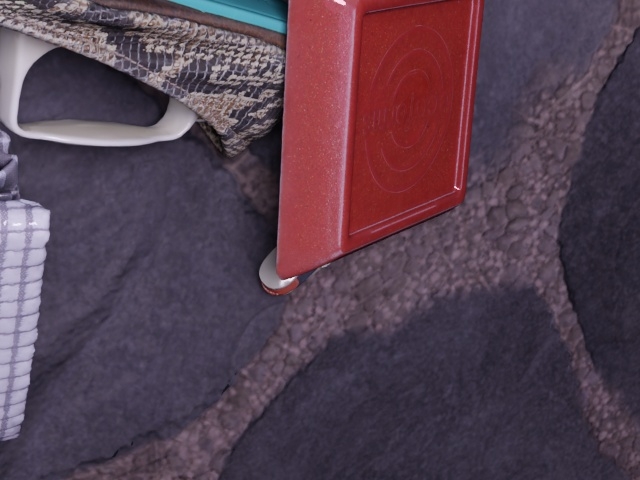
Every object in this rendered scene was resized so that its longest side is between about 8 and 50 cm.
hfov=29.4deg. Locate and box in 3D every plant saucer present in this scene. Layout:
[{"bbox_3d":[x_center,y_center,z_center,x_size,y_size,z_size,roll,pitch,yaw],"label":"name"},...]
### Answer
[{"bbox_3d":[0.063,-0.112,1.030,0.258,0.048,0.259,-22,122,-51],"label":"plant saucer"}]

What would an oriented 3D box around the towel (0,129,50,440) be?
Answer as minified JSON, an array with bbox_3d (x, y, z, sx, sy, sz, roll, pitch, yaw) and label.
[{"bbox_3d":[-0.336,0.046,0.905,0.235,0.121,0.283,-3,135,-22],"label":"towel"}]

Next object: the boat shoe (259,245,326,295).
[{"bbox_3d":[0.000,0.000,1.121,0.137,0.049,0.043,-42,162,-7],"label":"boat shoe"}]

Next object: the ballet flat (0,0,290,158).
[{"bbox_3d":[-0.197,-0.160,0.867,0.483,0.164,0.182,20,109,-46],"label":"ballet flat"}]
